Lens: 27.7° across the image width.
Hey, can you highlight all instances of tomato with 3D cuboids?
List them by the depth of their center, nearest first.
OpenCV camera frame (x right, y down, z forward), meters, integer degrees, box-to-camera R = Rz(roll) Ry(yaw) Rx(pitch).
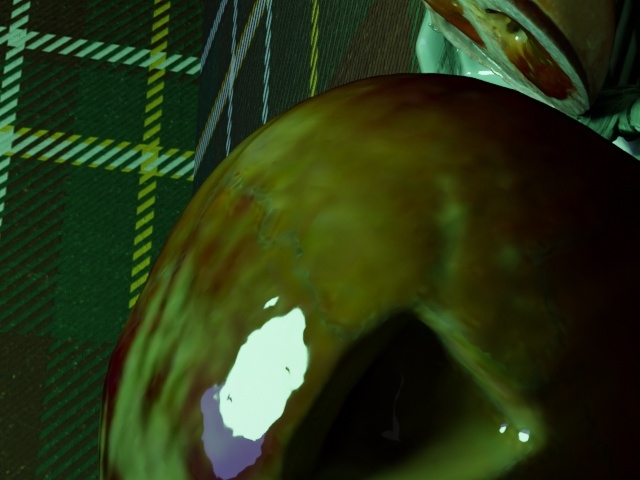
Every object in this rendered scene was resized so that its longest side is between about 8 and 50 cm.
[{"bbox_3d":[0.146,-0.195,0.951,0.112,0.199,0.228,-45,56,-2],"label":"tomato"}]

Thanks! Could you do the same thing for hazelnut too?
[{"bbox_3d":[0.045,0.083,0.848,0.429,0.402,0.402,138,138,-67],"label":"hazelnut"}]

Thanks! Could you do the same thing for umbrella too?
[{"bbox_3d":[0.213,-0.095,0.986,0.188,0.046,0.050,-153,67,-70],"label":"umbrella"}]

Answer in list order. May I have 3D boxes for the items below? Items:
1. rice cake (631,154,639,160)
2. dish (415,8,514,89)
[{"bbox_3d":[0.171,-0.030,0.999,0.222,0.042,0.080,9,83,60],"label":"rice cake"},{"bbox_3d":[0.143,-0.165,1.230,0.243,0.080,0.182,-99,21,-47],"label":"dish"}]
